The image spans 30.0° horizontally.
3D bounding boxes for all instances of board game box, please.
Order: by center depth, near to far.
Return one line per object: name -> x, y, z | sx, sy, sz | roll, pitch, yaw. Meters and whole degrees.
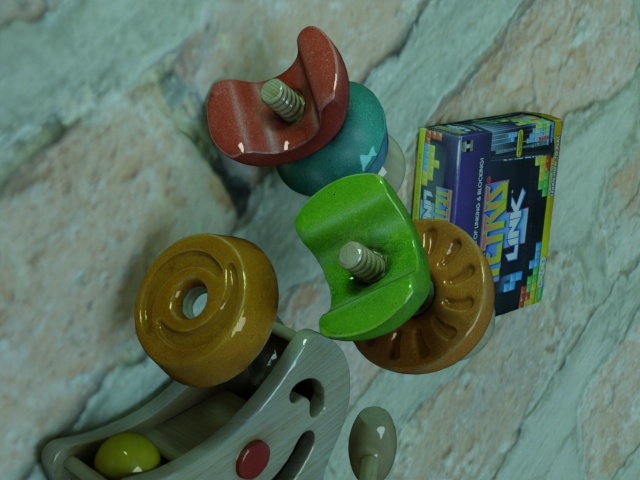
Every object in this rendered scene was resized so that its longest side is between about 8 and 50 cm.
board game box -> 0.140, -0.018, 1.016 | 0.141, 0.048, 0.170 | -15, 114, -44

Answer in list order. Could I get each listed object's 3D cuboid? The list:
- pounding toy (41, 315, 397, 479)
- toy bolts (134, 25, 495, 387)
pounding toy -> -0.035, 0.142, 0.814 | 0.270, 0.155, 0.154 | -18, 120, -43
toy bolts -> 0.000, 0.000, 0.807 | 0.158, 0.218, 0.228 | 33, 40, -52
